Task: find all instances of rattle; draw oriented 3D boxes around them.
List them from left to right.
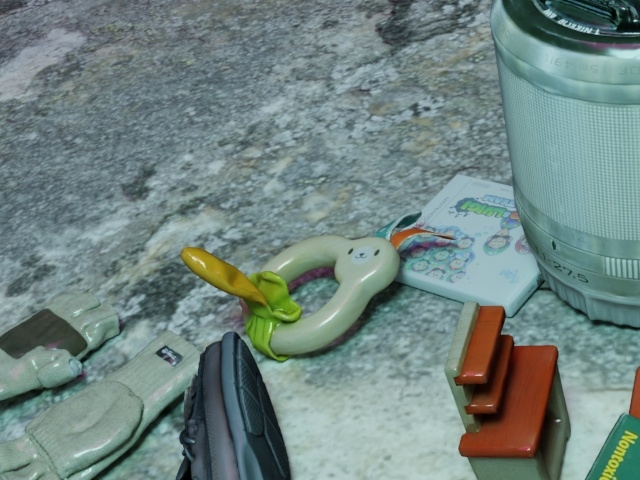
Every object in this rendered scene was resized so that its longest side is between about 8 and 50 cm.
[{"bbox_3d":[0.000,0.000,1.006,0.199,0.143,0.130,-30,21,9],"label":"rattle"}]

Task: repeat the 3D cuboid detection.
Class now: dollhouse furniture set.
[{"bbox_3d":[0.224,0.111,0.756,0.259,0.135,0.262,-2,38,24],"label":"dollhouse furniture set"}]

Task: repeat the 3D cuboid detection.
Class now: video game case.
[{"bbox_3d":[0.146,0.000,1.050,0.157,0.019,0.143,17,50,41],"label":"video game case"}]

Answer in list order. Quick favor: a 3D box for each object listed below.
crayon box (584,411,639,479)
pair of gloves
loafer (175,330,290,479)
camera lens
[{"bbox_3d":[0.188,0.288,0.457,0.313,0.106,0.363,24,52,21],"label":"crayon box"},{"bbox_3d":[-0.235,0.135,1.042,0.240,0.042,0.204,19,47,41],"label":"pair of gloves"},{"bbox_3d":[-0.073,0.183,0.842,0.095,0.109,0.303,-23,37,4],"label":"loafer"},{"bbox_3d":[0.251,-0.097,0.886,0.219,0.274,0.219,-9,41,8],"label":"camera lens"}]
